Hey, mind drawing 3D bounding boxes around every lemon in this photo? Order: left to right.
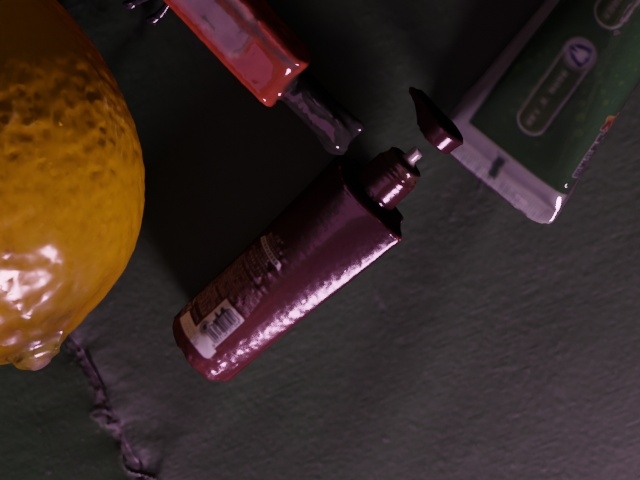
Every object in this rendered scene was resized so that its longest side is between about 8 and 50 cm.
[{"bbox_3d":[-0.247,-0.061,1.199,0.245,0.245,0.320,-32,81,16],"label":"lemon"}]

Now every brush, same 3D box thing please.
[{"bbox_3d":[-0.092,-0.177,1.208,0.051,0.070,0.323,-40,96,13],"label":"brush"}]

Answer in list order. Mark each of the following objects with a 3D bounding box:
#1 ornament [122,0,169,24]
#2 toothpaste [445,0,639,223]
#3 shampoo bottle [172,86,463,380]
[{"bbox_3d":[-0.098,-0.210,1.248,0.073,0.028,0.125,44,108,0],"label":"ornament"},{"bbox_3d":[0.217,-0.185,1.177,0.099,0.061,0.392,39,112,9],"label":"toothpaste"},{"bbox_3d":[-0.001,-0.002,1.257,0.236,0.067,0.068,-42,98,17],"label":"shampoo bottle"}]
